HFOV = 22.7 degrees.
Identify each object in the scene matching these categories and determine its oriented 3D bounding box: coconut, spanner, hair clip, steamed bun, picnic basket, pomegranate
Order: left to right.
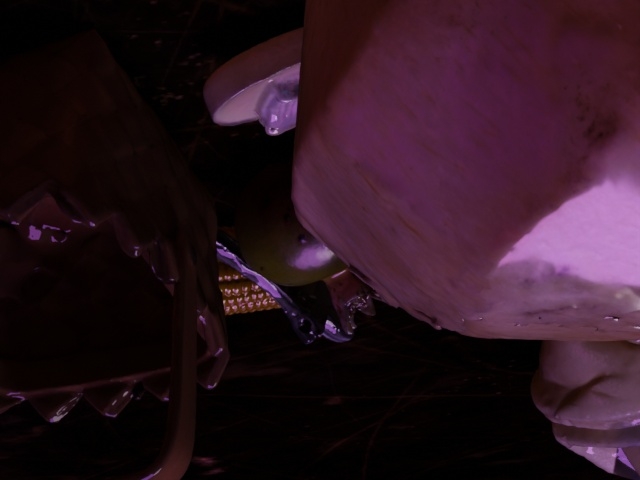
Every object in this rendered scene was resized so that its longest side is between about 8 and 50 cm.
[{"bbox_3d":[-0.208,0.048,1.161,0.254,0.321,0.291,-11,147,17],"label":"picnic basket"},{"bbox_3d":[-0.077,0.010,1.405,0.026,0.093,0.325,-39,127,20],"label":"spanner"},{"bbox_3d":[0.000,-0.003,1.371,0.129,0.159,0.129,-35,158,-16],"label":"pomegranate"},{"bbox_3d":[0.022,-0.123,1.175,0.218,0.071,0.159,-8,158,-17],"label":"hair clip"},{"bbox_3d":[0.136,-0.105,0.924,0.352,0.353,0.352,-7,160,-3],"label":"coconut"},{"bbox_3d":[0.447,0.195,1.946,0.394,0.237,0.346,11,153,-40],"label":"steamed bun"}]

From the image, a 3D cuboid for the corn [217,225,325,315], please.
[{"bbox_3d":[-0.106,0.030,1.512,0.260,0.091,0.091,-7,152,-18],"label":"corn"}]
